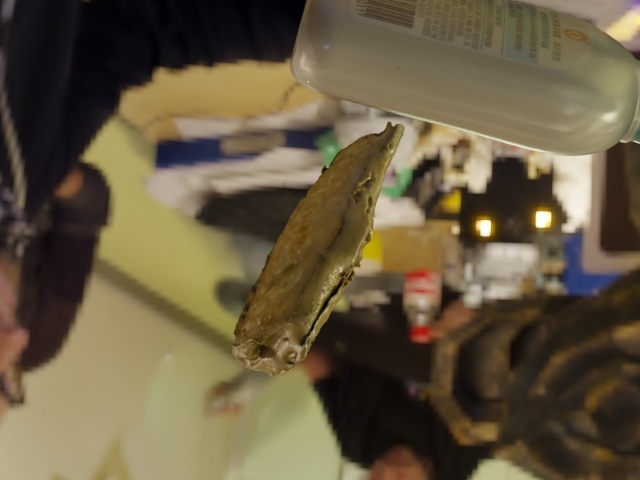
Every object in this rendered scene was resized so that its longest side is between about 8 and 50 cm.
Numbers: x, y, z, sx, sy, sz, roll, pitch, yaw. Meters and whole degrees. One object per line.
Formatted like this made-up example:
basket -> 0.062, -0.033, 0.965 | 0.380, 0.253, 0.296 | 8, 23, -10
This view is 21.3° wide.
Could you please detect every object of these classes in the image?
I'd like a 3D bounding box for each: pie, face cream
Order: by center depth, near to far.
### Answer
face cream -> 0.149, -0.125, 1.264 | 0.337, 0.163, 0.080 | 14, 121, -3
pie -> 0.000, 0.000, 1.588 | 0.068, 0.282, 0.128 | 39, 144, -16
